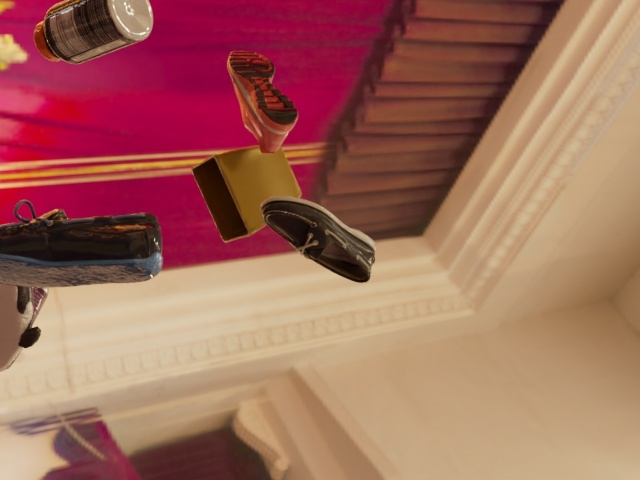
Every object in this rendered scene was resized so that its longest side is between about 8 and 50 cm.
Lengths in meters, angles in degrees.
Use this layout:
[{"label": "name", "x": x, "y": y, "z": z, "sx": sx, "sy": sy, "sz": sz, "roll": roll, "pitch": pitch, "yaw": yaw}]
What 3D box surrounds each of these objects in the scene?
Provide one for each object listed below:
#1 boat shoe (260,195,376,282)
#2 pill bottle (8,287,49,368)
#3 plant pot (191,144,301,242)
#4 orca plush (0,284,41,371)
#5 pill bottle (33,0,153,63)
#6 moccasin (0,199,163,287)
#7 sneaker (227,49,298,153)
[{"label": "boat shoe", "x": 0.000, "y": 0.000, "z": 2.019, "sx": 0.114, "sy": 0.302, "sz": 0.091, "roll": -35, "pitch": -139, "yaw": 47}, {"label": "pill bottle", "x": -0.765, "y": 0.147, "z": 2.282, "sx": 0.169, "sy": 0.169, "sz": 0.301, "roll": -13, "pitch": -131, "yaw": 56}, {"label": "plant pot", "x": -0.176, "y": -0.136, "z": 2.367, "sx": 0.212, "sy": 0.187, "sz": 0.212, "roll": 66, "pitch": -23, "yaw": -5}, {"label": "orca plush", "x": -0.611, "y": 0.112, "z": 1.817, "sx": 0.102, "sy": 0.151, "sz": 0.287, "roll": -89, "pitch": 178, "yaw": -64}, {"label": "pill bottle", "x": -0.471, "y": -0.437, "z": 1.913, "sx": 0.246, "sy": 0.130, "sz": 0.130, "roll": -10, "pitch": -93, "yaw": 33}, {"label": "moccasin", "x": -0.426, "y": 0.008, "z": 1.543, "sx": 0.137, "sy": 0.342, "sz": 0.117, "roll": 96, "pitch": -4, "yaw": -65}, {"label": "sneaker", "x": -0.160, "y": -0.330, "z": 2.229, "sx": 0.314, "sy": 0.116, "sz": 0.136, "roll": 64, "pitch": -36, "yaw": 38}]
